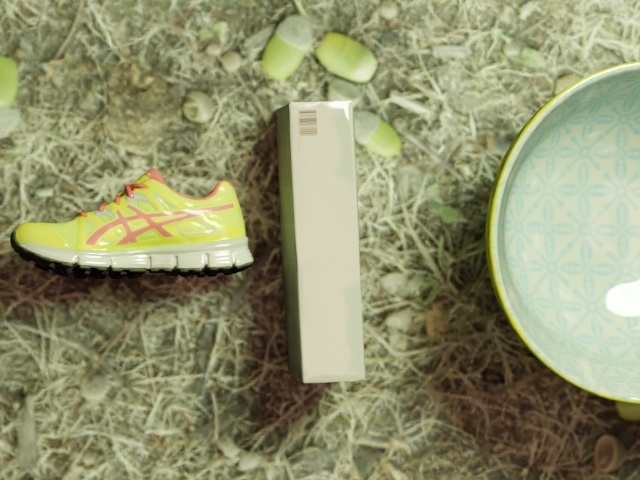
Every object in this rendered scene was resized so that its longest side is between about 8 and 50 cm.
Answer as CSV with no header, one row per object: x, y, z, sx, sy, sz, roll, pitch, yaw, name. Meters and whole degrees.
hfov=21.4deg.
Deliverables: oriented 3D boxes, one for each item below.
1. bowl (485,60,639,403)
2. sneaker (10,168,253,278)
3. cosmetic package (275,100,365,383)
0.269,-0.008,1.484,0.289,0.156,0.290,0,92,-9,bowl
-0.164,-0.015,1.468,0.208,0.081,0.094,-1,84,-15,sneaker
0.000,0.000,1.476,0.060,0.099,0.239,-3,92,-10,cosmetic package
